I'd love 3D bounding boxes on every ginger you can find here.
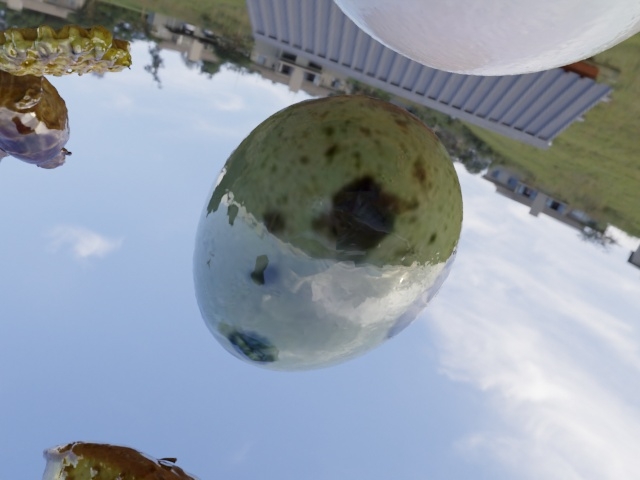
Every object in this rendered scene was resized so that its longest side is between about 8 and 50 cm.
[{"bbox_3d":[-0.644,-0.232,1.181,0.357,0.274,0.153,12,-132,-53],"label":"ginger"}]

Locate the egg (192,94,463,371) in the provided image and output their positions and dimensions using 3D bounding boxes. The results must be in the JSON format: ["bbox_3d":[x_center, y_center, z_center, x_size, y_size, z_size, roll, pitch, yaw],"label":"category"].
[{"bbox_3d":[0.000,0.000,0.858,0.345,0.428,0.345,39,-168,-10],"label":"egg"}]

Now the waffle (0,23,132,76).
[{"bbox_3d":[-0.412,-0.306,0.996,0.249,0.056,0.253,0,-172,28],"label":"waffle"}]

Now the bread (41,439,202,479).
[{"bbox_3d":[-0.307,0.466,0.981,0.358,0.337,0.204,9,-133,19],"label":"bread"}]

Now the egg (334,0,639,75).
[{"bbox_3d":[0.156,-0.284,0.436,0.354,0.355,0.340,12,-152,-18],"label":"egg"}]
